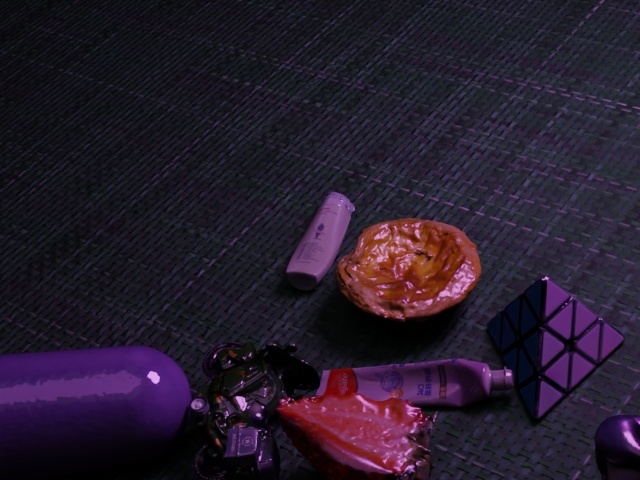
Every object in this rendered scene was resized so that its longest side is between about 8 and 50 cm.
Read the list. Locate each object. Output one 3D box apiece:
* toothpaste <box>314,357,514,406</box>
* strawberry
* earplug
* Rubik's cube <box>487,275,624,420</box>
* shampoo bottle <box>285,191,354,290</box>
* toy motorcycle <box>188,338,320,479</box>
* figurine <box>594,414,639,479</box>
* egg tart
[{"bbox_3d":[0.139,0.213,1.894,0.301,0.048,0.075,-4,52,17],"label":"toothpaste"},{"bbox_3d":[0.044,0.299,1.757,0.228,0.098,0.174,7,38,2],"label":"strawberry"},{"bbox_3d":[-0.417,0.260,1.868,0.456,0.215,0.215,-7,40,1],"label":"earplug"},{"bbox_3d":[0.358,0.111,1.862,0.190,0.178,0.211,-16,41,-9],"label":"Rubik's cube"},{"bbox_3d":[0.000,0.000,2.173,0.072,0.049,0.212,0,41,21],"label":"shampoo bottle"},{"bbox_3d":[-0.095,0.251,1.857,0.187,0.125,0.274,-7,45,9],"label":"toy motorcycle"},{"bbox_3d":[0.437,0.320,1.631,0.145,0.145,0.222,-24,43,-14],"label":"figurine"},{"bbox_3d":[0.142,0.059,2.029,0.241,0.106,0.241,-5,41,4],"label":"egg tart"}]
